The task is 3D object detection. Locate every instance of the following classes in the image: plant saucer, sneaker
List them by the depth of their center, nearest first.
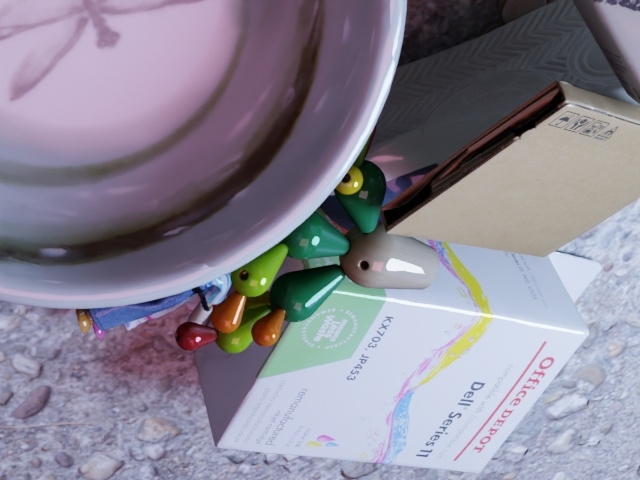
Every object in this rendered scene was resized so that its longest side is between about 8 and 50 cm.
[{"bbox_3d":[-0.151,-0.156,0.833,0.401,0.100,0.400,-4,113,-9],"label":"plant saucer"},{"bbox_3d":[0.161,-0.080,1.035,0.350,0.131,0.148,-14,132,17],"label":"sneaker"}]

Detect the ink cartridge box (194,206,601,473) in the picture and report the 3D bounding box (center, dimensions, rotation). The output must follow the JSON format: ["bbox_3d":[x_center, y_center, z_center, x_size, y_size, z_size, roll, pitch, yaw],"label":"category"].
[{"bbox_3d":[0.091,0.097,1.207,0.354,0.119,0.207,10,129,-28],"label":"ink cartridge box"}]

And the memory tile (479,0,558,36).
[{"bbox_3d":[0.191,-0.148,1.080,0.148,0.012,0.113,8,129,-26],"label":"memory tile"}]

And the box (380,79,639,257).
[{"bbox_3d":[0.161,-0.043,0.946,0.164,0.021,0.201,-36,152,33],"label":"box"}]

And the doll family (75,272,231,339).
[{"bbox_3d":[-0.123,0.005,1.037,0.163,0.118,0.263,-19,136,-2],"label":"doll family"}]

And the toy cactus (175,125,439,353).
[{"bbox_3d":[0.000,0.000,0.973,0.181,0.112,0.219,15,108,-32],"label":"toy cactus"}]

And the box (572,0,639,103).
[{"bbox_3d":[0.185,-0.225,0.846,0.113,0.094,0.275,-32,102,9],"label":"box"}]
